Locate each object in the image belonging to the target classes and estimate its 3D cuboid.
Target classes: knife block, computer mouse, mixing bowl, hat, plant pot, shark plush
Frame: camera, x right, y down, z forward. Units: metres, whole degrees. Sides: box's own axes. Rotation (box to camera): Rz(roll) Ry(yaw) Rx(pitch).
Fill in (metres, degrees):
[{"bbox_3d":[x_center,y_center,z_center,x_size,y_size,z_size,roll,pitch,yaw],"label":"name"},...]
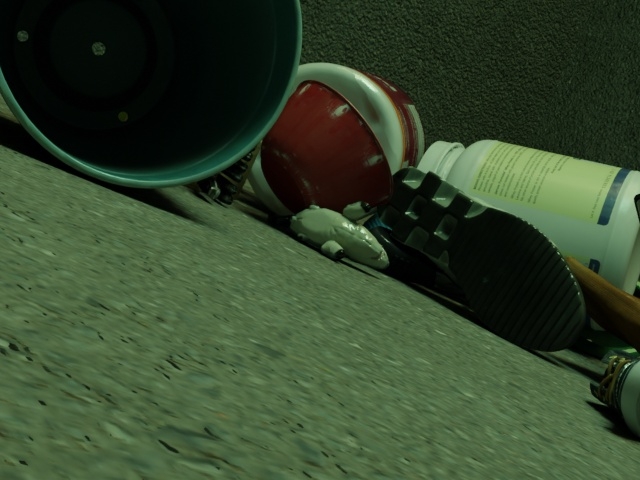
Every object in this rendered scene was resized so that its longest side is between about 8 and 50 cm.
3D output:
[{"bbox_3d":[-0.191,-0.129,1.218,0.275,0.088,0.242,27,4,26],"label":"knife block"},{"bbox_3d":[0.151,0.054,1.288,0.242,0.041,0.071,31,17,-17],"label":"computer mouse"},{"bbox_3d":[-0.009,-0.093,1.217,0.181,0.098,0.181,45,-22,24],"label":"mixing bowl"},{"bbox_3d":[0.443,0.166,1.579,0.173,0.184,0.208,14,44,18],"label":"hat"},{"bbox_3d":[-0.191,-0.192,0.950,0.271,0.272,0.255,23,-4,-24],"label":"plant pot"},{"bbox_3d":[0.000,0.000,1.163,0.161,0.073,0.067,3,-28,30],"label":"shark plush"}]

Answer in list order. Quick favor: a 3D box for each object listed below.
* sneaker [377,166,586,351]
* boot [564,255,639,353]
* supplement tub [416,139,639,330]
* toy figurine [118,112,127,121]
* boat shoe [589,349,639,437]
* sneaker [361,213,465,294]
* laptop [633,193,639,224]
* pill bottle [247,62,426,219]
[{"bbox_3d":[0.216,0.025,1.206,0.146,0.122,0.330,27,14,-43],"label":"sneaker"},{"bbox_3d":[0.346,0.079,1.038,0.264,0.096,0.280,36,8,-35],"label":"boot"},{"bbox_3d":[0.305,-0.017,1.483,0.324,0.235,0.235,16,0,23],"label":"supplement tub"},{"bbox_3d":[-0.153,-0.185,1.562,0.362,0.191,0.217,20,11,-46],"label":"toy figurine"},{"bbox_3d":[0.256,0.123,0.830,0.083,0.065,0.183,26,-3,36],"label":"boat shoe"},{"bbox_3d":[0.156,0.026,1.377,0.228,0.087,0.092,15,-34,20],"label":"sneaker"},{"bbox_3d":[0.586,0.153,1.182,0.407,0.236,0.382,0,-49,33],"label":"laptop"},{"bbox_3d":[0.039,-0.145,1.509,0.224,0.224,0.392,25,11,9],"label":"pill bottle"}]
